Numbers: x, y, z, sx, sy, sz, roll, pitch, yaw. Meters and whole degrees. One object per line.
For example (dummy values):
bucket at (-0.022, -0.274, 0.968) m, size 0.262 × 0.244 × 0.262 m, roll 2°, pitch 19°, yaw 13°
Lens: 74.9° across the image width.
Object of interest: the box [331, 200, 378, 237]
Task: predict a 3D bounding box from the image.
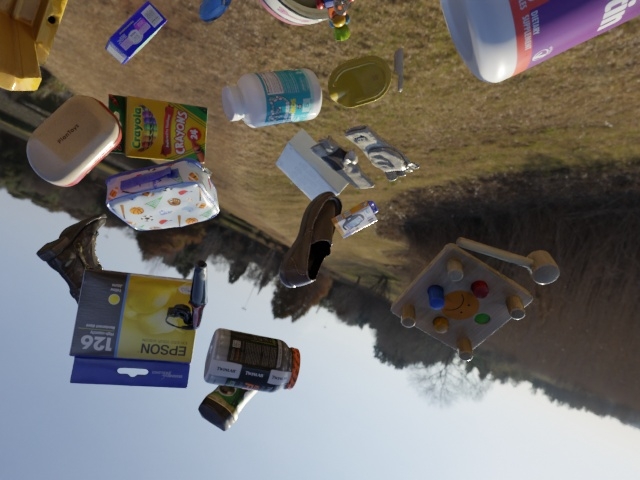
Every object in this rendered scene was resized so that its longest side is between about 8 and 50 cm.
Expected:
box at (0.110, -0.066, 1.263) m, size 0.081 × 0.136 × 0.028 m, roll 51°, pitch -164°, yaw -49°

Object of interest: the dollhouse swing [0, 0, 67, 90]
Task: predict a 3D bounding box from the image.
dollhouse swing at (-0.614, -0.475, 0.697) m, size 0.347 × 0.315 × 0.305 m, roll 16°, pitch -164°, yaw -46°

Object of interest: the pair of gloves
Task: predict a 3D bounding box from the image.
pair of gloves at (0.103, -0.208, 1.048) m, size 0.204 × 0.042 × 0.240 m, roll 32°, pitch 160°, yaw -30°

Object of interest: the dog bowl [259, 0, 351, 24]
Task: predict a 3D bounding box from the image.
dog bowl at (-0.073, -0.940, 1.436) m, size 0.408 × 0.407 × 0.150 m, roll 25°, pitch 170°, yaw -28°

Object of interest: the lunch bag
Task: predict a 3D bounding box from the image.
lunch bag at (-0.466, -0.138, 1.262) m, size 0.303 × 0.115 × 0.243 m, roll -14°, pitch 154°, yaw 2°

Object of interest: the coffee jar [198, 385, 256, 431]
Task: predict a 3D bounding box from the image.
coffee jar at (-0.222, 0.391, 1.079) m, size 0.096 × 0.184 × 0.079 m, roll 17°, pitch 133°, yaw 28°

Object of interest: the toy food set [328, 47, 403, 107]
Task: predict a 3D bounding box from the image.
toy food set at (0.125, -0.461, 1.182) m, size 0.071 × 0.218 × 0.128 m, roll -99°, pitch -6°, yaw -53°

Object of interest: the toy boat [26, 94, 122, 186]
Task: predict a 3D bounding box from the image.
toy boat at (-0.595, -0.235, 1.041) m, size 0.151 × 0.231 × 0.151 m, roll 45°, pitch 176°, yaw 2°

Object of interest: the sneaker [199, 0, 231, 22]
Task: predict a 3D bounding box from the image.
sneaker at (-0.235, -0.621, 0.994) m, size 0.069 × 0.209 × 0.082 m, roll 57°, pitch -158°, yaw 16°

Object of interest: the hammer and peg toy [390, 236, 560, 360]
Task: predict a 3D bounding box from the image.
hammer and peg toy at (0.373, 0.116, 1.039) m, size 0.266 × 0.361 × 0.127 m, roll 30°, pitch -148°, yaw -7°

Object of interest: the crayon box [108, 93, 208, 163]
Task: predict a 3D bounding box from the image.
crayon box at (-0.566, -0.386, 1.465) m, size 0.319 × 0.202 × 0.081 m, roll -1°, pitch -164°, yaw -30°

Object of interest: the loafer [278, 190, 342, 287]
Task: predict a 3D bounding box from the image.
loafer at (0.000, 0.000, 1.391) m, size 0.130 × 0.365 × 0.134 m, roll 6°, pitch 154°, yaw 39°

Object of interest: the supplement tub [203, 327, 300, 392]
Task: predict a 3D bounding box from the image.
supplement tub at (-0.147, 0.263, 0.907) m, size 0.190 × 0.117 × 0.117 m, roll 15°, pitch 178°, yaw -16°

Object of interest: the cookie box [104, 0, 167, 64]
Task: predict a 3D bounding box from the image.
cookie box at (-0.313, -0.347, 0.705) m, size 0.040 × 0.092 × 0.107 m, roll 45°, pitch 170°, yaw -32°

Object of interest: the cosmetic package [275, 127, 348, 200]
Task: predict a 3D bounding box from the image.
cosmetic package at (-0.043, -0.301, 1.811) m, size 0.284 × 0.097 × 0.377 m, roll 43°, pitch 169°, yaw -9°

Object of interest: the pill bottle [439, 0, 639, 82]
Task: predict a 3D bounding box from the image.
pill bottle at (0.306, -0.328, 0.465) m, size 0.323 × 0.181 × 0.181 m, roll -23°, pitch 159°, yaw 15°

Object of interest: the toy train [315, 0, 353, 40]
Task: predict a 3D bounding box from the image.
toy train at (0.049, -0.604, 1.126) m, size 0.105 × 0.248 × 0.143 m, roll -11°, pitch 146°, yaw 6°

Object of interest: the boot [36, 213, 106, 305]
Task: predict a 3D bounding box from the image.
boot at (-0.661, 0.067, 1.209) m, size 0.091 × 0.263 × 0.229 m, roll -15°, pitch 118°, yaw 24°

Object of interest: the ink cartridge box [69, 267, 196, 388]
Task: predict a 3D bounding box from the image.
ink cartridge box at (-0.489, 0.243, 1.120) m, size 0.304 × 0.307 × 0.072 m, roll 8°, pitch 174°, yaw -16°

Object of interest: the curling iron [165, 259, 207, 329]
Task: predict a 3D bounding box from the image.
curling iron at (-0.229, 0.106, 0.738) m, size 0.068 × 0.035 × 0.274 m, roll 16°, pitch 147°, yaw -17°

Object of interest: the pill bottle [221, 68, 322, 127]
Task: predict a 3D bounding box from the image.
pill bottle at (-0.139, -0.404, 1.190) m, size 0.264 × 0.146 × 0.146 m, roll -17°, pitch -164°, yaw -27°
